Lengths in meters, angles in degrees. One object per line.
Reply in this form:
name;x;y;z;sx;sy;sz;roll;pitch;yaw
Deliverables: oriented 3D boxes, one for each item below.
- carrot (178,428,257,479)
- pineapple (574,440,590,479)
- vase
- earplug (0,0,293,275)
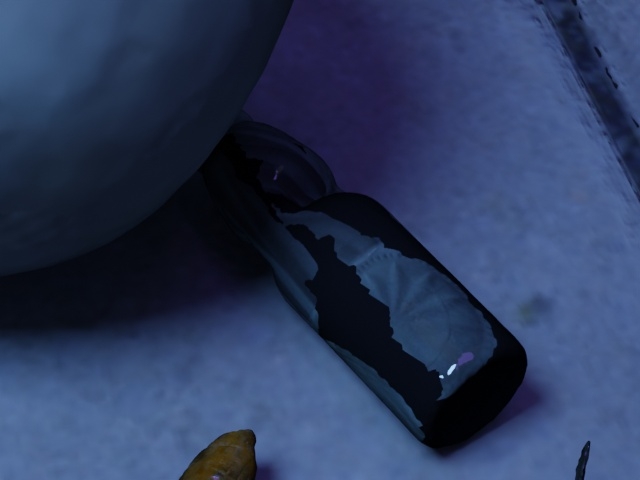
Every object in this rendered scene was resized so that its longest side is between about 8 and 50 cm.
carrot;-0.061;0.142;0.584;0.047;0.047;0.191;17;43;8
pineapple;0.117;0.186;0.531;0.125;0.125;0.251;-17;46;-23
vase;0.000;0.000;0.714;0.060;0.060;0.211;-26;56;-30
earplug;-0.202;-0.160;0.637;0.394;0.312;0.312;28;43;-19
